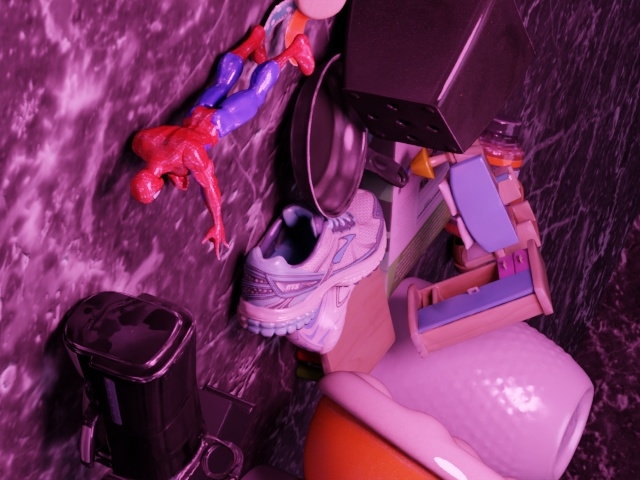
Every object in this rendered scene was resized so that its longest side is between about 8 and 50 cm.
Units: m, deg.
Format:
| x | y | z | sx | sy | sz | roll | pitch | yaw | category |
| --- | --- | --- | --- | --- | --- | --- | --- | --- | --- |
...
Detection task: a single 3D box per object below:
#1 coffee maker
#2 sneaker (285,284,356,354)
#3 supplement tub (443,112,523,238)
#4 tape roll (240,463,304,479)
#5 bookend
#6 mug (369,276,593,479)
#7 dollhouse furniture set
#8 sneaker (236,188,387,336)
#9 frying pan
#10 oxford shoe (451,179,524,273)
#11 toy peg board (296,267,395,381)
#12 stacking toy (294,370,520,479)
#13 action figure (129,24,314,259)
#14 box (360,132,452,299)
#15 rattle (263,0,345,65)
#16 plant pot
| x | y | z | sx | sy | sz | roll | pitch | yaw | category |
| --- | --- | --- | --- | --- | --- | --- | --- | --- | --- |
| -0.162 | 0.146 | 1.483 | 0.178 | 0.171 | 0.120 | 91 | 1 | -46 | coffee maker |
| 0.012 | 0.043 | 1.934 | 0.085 | 0.086 | 0.237 | -49 | -168 | 45 | sneaker |
| 0.259 | -0.103 | 2.375 | 0.106 | 0.106 | 0.198 | -20 | 127 | -63 | supplement tub |
| -0.086 | 0.421 | 2.062 | 0.219 | 0.072 | 0.219 | -50 | 151 | -40 | tape roll |
| -0.157 | 0.230 | 1.709 | 0.156 | 0.072 | 0.157 | -66 | 158 | -11 | bookend |
| 0.234 | 0.282 | 2.356 | 0.276 | 0.328 | 0.374 | -35 | 140 | -56 | mug |
| 0.176 | -0.043 | 2.124 | 0.286 | 0.198 | 0.303 | -86 | 152 | -60 | dollhouse furniture set |
| 0.000 | 0.000 | 1.835 | 0.283 | 0.110 | 0.122 | -47 | 146 | -46 | sneaker |
| 0.036 | -0.138 | 1.843 | 0.326 | 0.053 | 0.197 | -29 | 122 | -65 | frying pan |
| 0.287 | -0.041 | 2.551 | 0.212 | 0.076 | 0.076 | -57 | 143 | -32 | oxford shoe |
| 0.019 | 0.115 | 2.058 | 0.161 | 0.079 | 0.160 | -49 | 135 | -43 | toy peg board |
| 0.028 | 0.435 | 1.888 | 0.480 | 0.350 | 0.350 | -54 | 158 | -4 | stacking toy |
| -0.102 | -0.093 | 1.513 | 0.280 | 0.091 | 0.139 | -47 | 141 | -45 | action figure |
| 0.128 | -0.100 | 2.128 | 0.232 | 0.058 | 0.322 | -49 | 150 | -42 | box |
| -0.012 | -0.311 | 1.623 | 0.130 | 0.143 | 0.199 | -6 | 137 | -32 | rattle |
| 0.126 | -0.210 | 1.789 | 0.167 | 0.187 | 0.188 | -68 | 153 | -15 | plant pot |
